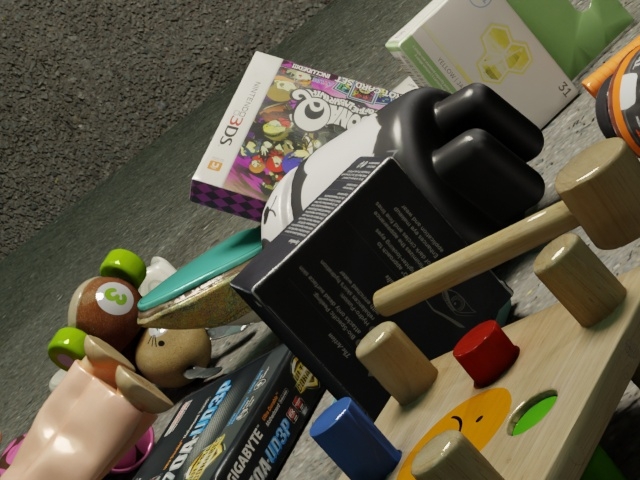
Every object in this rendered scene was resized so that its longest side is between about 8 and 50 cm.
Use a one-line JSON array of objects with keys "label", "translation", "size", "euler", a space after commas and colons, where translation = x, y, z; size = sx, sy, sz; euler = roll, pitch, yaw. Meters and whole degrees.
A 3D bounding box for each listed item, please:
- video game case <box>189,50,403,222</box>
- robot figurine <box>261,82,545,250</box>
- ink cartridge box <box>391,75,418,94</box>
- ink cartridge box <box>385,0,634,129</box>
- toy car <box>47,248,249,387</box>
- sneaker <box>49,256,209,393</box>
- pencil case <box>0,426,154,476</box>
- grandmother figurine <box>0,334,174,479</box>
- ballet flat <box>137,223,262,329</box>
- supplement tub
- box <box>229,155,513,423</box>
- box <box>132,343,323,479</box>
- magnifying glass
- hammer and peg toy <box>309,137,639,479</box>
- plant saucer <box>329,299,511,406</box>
[{"label": "video game case", "translation": [0.006, -0.090, 1.773], "size": [0.042, 0.232, 0.210], "euler": [100, -170, -49]}, {"label": "robot figurine", "translation": [0.070, -0.032, 1.546], "size": [0.278, 0.173, 0.209], "euler": [-31, -2, 35]}, {"label": "ink cartridge box", "translation": [0.146, -0.165, 1.969], "size": [0.231, 0.078, 0.134], "euler": [-41, 13, 0]}, {"label": "ink cartridge box", "translation": [0.207, -0.215, 1.756], "size": [0.235, 0.171, 0.056], "euler": [-43, 14, -8]}, {"label": "toy car", "translation": [-0.178, 0.110, 1.897], "size": [0.188, 0.149, 0.155], "euler": [3, 45, 28]}, {"label": "sneaker", "translation": [-0.249, 0.114, 2.107], "size": [0.292, 0.118, 0.110], "euler": [-34, 17, 35]}, {"label": "pencil case", "translation": [-0.274, 0.233, 1.850], "size": [0.209, 0.095, 0.098], "euler": [-29, 18, 50]}, {"label": "grandmother figurine", "translation": [-0.290, 0.268, 1.693], "size": [0.342, 0.104, 0.208], "euler": [-51, 43, -1]}, {"label": "ballet flat", "translation": [-0.036, 0.017, 1.800], "size": [0.348, 0.123, 0.123], "euler": [-39, 11, -26]}, {"label": "supplement tub", "translation": [0.296, -0.113, 1.327], "size": [0.106, 0.106, 0.198], "euler": [-46, 14, -19]}, {"label": "box", "translation": [0.039, 0.039, 1.371], "size": [0.158, 0.156, 0.093], "euler": [-44, 13, -9]}, {"label": "box", "translation": [-0.096, 0.196, 1.552], "size": [0.175, 0.051, 0.220], "euler": [-31, 17, 37]}, {"label": "magnifying glass", "translation": [0.356, -0.223, 1.684], "size": [0.231, 0.026, 0.092], "euler": [-41, 13, 4]}, {"label": "hammer and peg toy", "translation": [0.110, 0.106, 1.105], "size": [0.266, 0.127, 0.361], "euler": [-30, 17, 46]}, {"label": "plant saucer", "translation": [0.083, 0.102, 1.427], "size": [0.192, 0.018, 0.067], "euler": [-32, 16, 31]}]
